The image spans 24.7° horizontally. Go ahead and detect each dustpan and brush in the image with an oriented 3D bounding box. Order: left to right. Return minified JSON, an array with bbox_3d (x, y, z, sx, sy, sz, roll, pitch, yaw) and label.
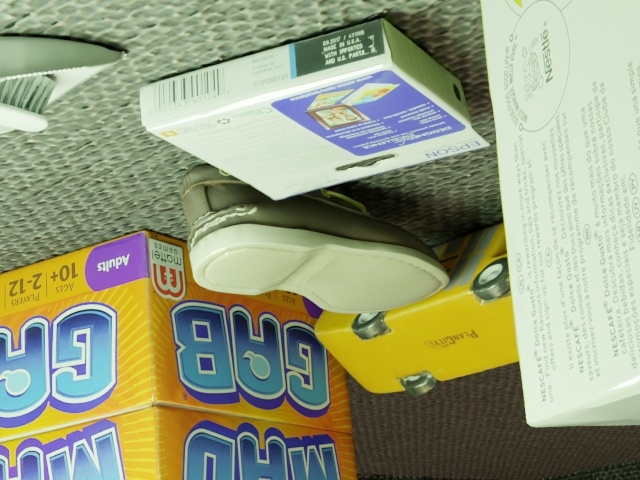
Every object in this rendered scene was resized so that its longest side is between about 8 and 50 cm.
[{"bbox_3d":[-0.256,-0.101,1.014,0.211,0.060,0.147,9,158,-40],"label":"dustpan and brush"}]

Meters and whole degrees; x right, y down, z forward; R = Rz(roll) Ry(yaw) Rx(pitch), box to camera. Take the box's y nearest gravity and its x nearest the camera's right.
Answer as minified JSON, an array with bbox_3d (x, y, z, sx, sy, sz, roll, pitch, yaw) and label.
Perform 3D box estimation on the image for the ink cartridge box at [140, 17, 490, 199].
[{"bbox_3d":[0.002,-0.096,1.137,0.206,0.045,0.208,-13,161,23],"label":"ink cartridge box"}]

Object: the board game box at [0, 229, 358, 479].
[{"bbox_3d":[-0.205,0.229,1.615,0.356,0.356,0.356,-16,160,31],"label":"board game box"}]

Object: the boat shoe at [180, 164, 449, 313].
[{"bbox_3d":[0.000,0.000,1.371,0.324,0.097,0.116,10,142,-46],"label":"boat shoe"}]

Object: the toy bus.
[{"bbox_3d":[0.143,0.073,1.554,0.332,0.130,0.108,-22,117,45],"label":"toy bus"}]

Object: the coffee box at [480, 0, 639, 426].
[{"bbox_3d":[0.301,-0.104,0.698,0.337,0.338,0.334,2,162,-22],"label":"coffee box"}]
